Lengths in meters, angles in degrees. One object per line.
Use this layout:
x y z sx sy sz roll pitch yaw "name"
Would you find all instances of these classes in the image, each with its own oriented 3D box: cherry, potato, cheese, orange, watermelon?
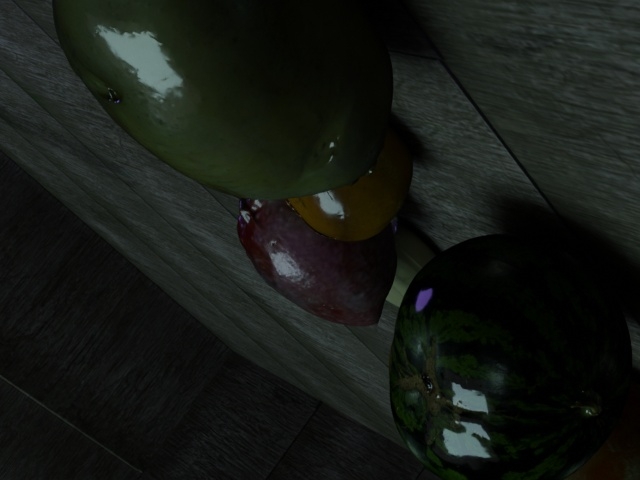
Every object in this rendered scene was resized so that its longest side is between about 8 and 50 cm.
0.000 0.000 1.459 0.250 0.175 0.192 56 158 -10 "cherry"
-0.085 -0.167 1.005 0.243 0.221 0.326 22 166 43 "potato"
0.119 0.057 1.635 0.163 0.071 0.249 22 161 51 "cheese"
0.025 -0.074 1.293 0.156 0.134 0.156 41 150 31 "orange"
0.190 0.126 1.250 0.269 0.269 0.269 35 168 9 "watermelon"

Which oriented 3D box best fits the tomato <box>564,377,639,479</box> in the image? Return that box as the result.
0.338 0.285 1.534 0.270 0.223 0.270 33 164 10 "tomato"
